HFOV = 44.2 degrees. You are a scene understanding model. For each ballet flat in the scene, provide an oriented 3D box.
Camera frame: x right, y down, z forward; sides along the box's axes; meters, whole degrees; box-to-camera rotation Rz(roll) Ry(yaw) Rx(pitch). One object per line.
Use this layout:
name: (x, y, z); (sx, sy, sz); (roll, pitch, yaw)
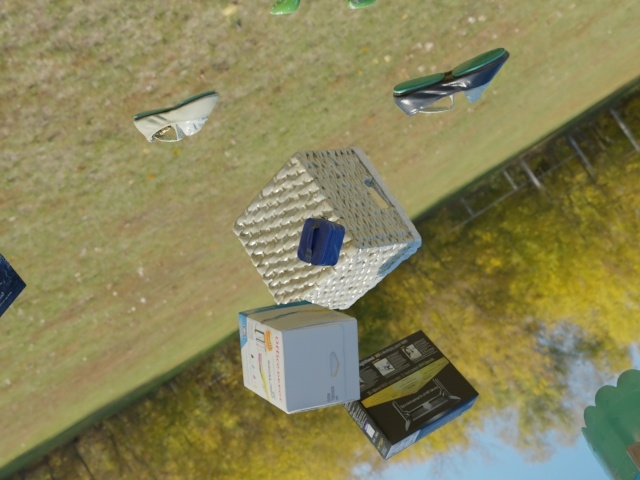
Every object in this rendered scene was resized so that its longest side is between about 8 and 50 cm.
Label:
ballet flat: (-0.297, -0.257, 1.677); (0.248, 0.086, 0.086); (-7, -166, 40)
ballet flat: (0.221, -0.255, 1.306); (0.203, 0.074, 0.074); (-17, -178, 22)

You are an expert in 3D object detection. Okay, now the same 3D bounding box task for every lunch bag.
lunch bag: (0.000, 0.000, 1.513); (0.067, 0.098, 0.065); (17, -171, 32)

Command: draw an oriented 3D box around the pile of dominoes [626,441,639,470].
pile of dominoes: (0.633, 0.395, 1.268); (0.196, 0.251, 0.040); (-19, 141, -12)

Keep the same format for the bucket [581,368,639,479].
bucket: (0.661, 0.392, 1.507); (0.281, 0.281, 0.183); (-34, -148, 12)

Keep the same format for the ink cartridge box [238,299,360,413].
ink cartridge box: (-0.047, 0.233, 1.623); (0.168, 0.171, 0.233); (-7, -173, -26)

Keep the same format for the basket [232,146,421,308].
basket: (0.012, -0.023, 2.012); (0.266, 0.328, 0.331); (-8, 150, -52)

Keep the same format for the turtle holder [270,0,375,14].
turtle holder: (0.039, -0.514, 1.295); (0.320, 0.227, 0.243); (13, -144, 37)

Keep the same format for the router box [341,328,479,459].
router box: (0.219, 0.395, 2.061); (0.309, 0.243, 0.081); (-21, 145, -30)

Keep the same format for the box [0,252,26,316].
box: (-0.691, 0.089, 1.542); (0.093, 0.158, 0.156); (6, -131, 29)
